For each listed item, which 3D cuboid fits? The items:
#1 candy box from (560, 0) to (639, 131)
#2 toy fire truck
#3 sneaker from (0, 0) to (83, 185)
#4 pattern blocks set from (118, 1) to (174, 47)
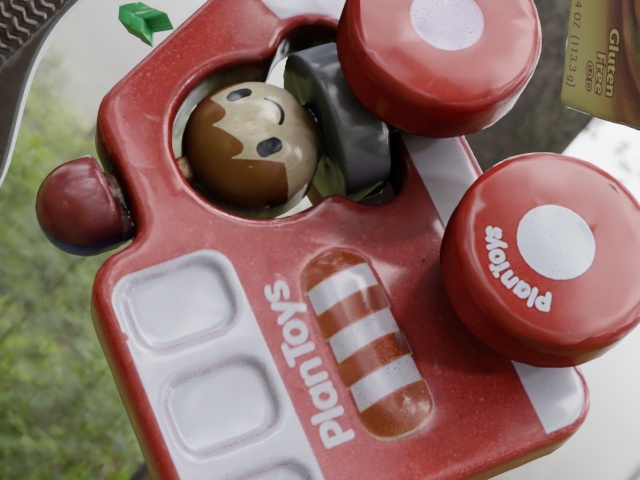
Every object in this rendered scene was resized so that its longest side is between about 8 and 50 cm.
[{"bbox_3d":[0.165,-0.183,0.418,0.087,0.317,0.183,-1,15,-18],"label":"candy box"},{"bbox_3d":[0.000,0.000,0.676,0.302,0.253,0.169,65,-20,16],"label":"toy fire truck"},{"bbox_3d":[-0.217,-0.163,0.878,0.105,0.290,0.123,25,2,-28],"label":"sneaker"},{"bbox_3d":[-0.017,-0.253,1.093,0.026,0.324,0.285,56,-3,-40],"label":"pattern blocks set"}]
